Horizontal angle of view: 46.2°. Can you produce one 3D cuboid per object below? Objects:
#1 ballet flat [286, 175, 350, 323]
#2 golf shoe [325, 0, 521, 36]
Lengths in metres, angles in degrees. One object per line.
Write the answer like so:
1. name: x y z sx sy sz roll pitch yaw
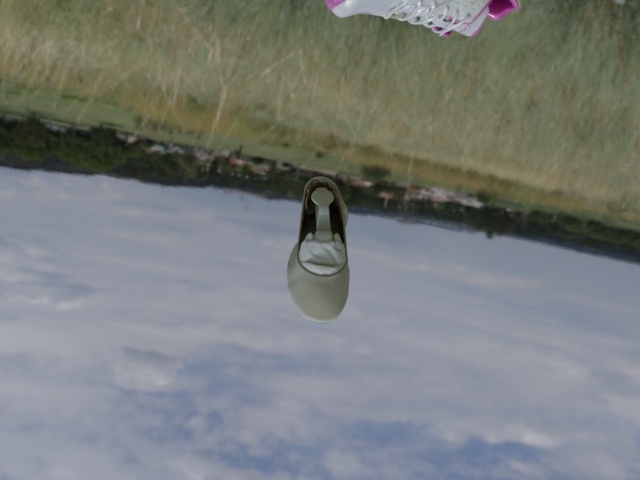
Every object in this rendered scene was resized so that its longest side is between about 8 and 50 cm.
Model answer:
1. ballet flat: 0.000 0.000 1.007 0.086 0.086 0.248 11 -141 -9
2. golf shoe: 0.147 -0.321 0.963 0.306 0.140 0.115 -26 -172 -26
